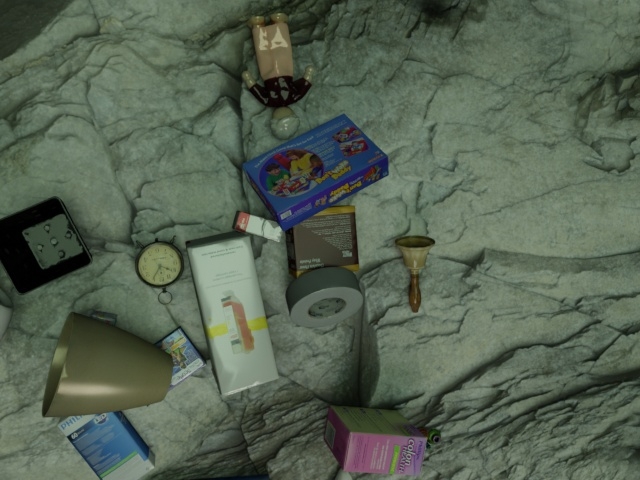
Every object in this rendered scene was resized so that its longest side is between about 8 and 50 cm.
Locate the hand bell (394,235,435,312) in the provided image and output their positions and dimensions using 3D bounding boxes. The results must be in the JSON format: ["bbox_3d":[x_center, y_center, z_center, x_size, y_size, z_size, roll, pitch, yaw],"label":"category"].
[{"bbox_3d":[0.301,0.116,1.667,0.126,0.126,0.242,-8,109,-14],"label":"hand bell"}]

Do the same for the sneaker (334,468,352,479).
[{"bbox_3d":[0.036,0.826,1.638,0.095,0.090,0.235,15,88,-6],"label":"sneaker"}]

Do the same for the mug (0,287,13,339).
[{"bbox_3d":[-0.963,0.192,1.255,0.374,0.276,0.328,41,76,17],"label":"mug"}]

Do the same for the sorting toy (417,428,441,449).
[{"bbox_3d":[0.361,0.660,1.732,0.102,0.042,0.061,13,90,-16],"label":"sorting toy"}]

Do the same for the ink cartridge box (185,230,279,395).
[{"bbox_3d":[-0.247,0.180,1.419,0.160,0.279,0.384,-12,97,-16],"label":"ink cartridge box"}]

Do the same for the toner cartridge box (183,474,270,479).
[{"bbox_3d":[-0.323,0.797,1.542,0.348,0.075,0.165,3,94,-15],"label":"toner cartridge box"}]

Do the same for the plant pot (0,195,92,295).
[{"bbox_3d":[-0.702,0.008,1.343,0.187,0.167,0.188,-26,99,-11],"label":"plant pot"}]

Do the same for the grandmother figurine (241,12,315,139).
[{"bbox_3d":[-0.117,-0.465,1.510,0.208,0.104,0.342,-5,98,13],"label":"grandmother figurine"}]

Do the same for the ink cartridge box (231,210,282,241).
[{"bbox_3d":[-0.181,-0.041,1.513,0.135,0.099,0.056,16,89,-15],"label":"ink cartridge box"}]

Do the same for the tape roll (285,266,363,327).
[{"bbox_3d":[0.011,0.169,1.521,0.219,0.219,0.072,-7,53,-14],"label":"tape roll"}]

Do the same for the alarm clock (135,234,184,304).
[{"bbox_3d":[-0.448,0.086,1.468,0.129,0.064,0.192,-8,93,-15],"label":"alarm clock"}]

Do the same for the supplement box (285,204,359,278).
[{"bbox_3d":[0.000,0.000,1.548,0.191,0.129,0.194,-6,95,-14],"label":"supplement box"}]

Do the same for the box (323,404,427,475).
[{"bbox_3d":[0.159,0.602,1.586,0.243,0.213,0.117,9,91,-16],"label":"box"}]

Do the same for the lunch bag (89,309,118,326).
[{"bbox_3d":[-0.606,0.243,1.443,0.071,0.053,0.083,16,99,-14],"label":"lunch bag"}]

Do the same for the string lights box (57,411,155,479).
[{"bbox_3d":[-0.590,0.558,1.454,0.133,0.077,0.259,-33,101,-11],"label":"string lights box"}]

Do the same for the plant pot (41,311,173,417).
[{"bbox_3d":[-0.536,0.339,1.353,0.274,0.256,0.256,18,89,-29],"label":"plant pot"}]

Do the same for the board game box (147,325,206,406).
[{"bbox_3d":[-0.449,0.360,1.500,0.201,0.035,0.136,-34,101,-10],"label":"board game box"}]

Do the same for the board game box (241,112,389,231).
[{"bbox_3d":[-0.015,-0.202,1.485,0.347,0.233,0.078,-29,144,-11],"label":"board game box"}]
